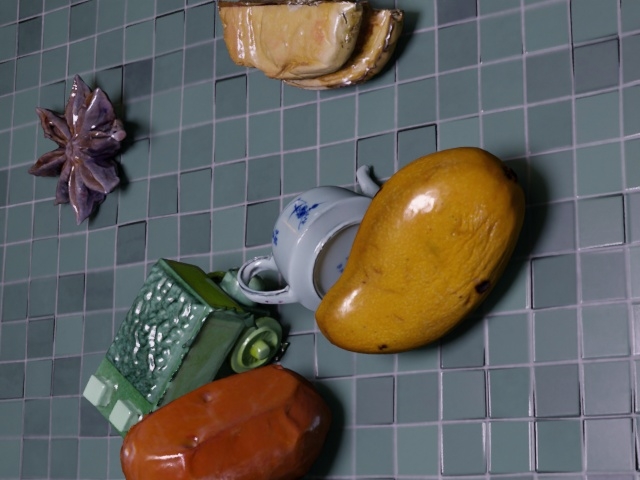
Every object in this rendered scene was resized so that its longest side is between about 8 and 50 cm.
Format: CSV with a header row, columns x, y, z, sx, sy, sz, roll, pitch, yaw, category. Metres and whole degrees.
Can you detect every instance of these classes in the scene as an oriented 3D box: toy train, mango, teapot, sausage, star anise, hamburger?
x,y,z,sx,sy,sz,roll,pitch,yaw,category
-0.173,0.152,1.798,0.159,0.188,0.271,41,107,37,toy train
0.120,0.016,1.623,0.177,0.120,0.295,36,113,-6,mango
0.000,0.000,1.725,0.232,0.159,0.159,-39,54,-10,teapot
-0.110,0.248,1.693,0.153,0.268,0.141,44,148,46,sausage
-0.345,-0.138,2.059,0.262,0.081,0.230,-14,72,47,star anise
-0.008,-0.263,1.812,0.262,0.124,0.130,10,105,43,hamburger
